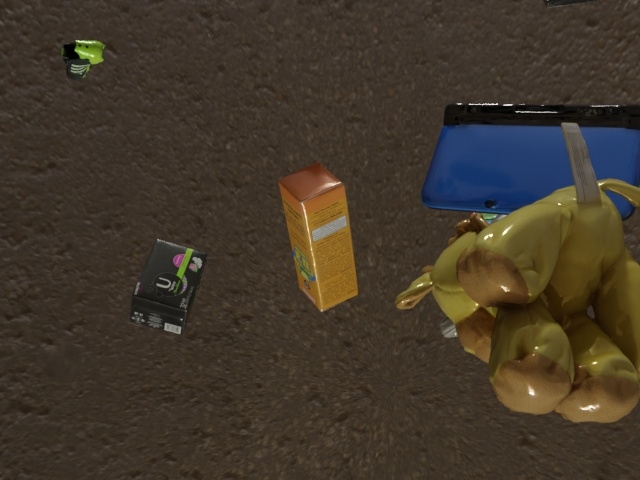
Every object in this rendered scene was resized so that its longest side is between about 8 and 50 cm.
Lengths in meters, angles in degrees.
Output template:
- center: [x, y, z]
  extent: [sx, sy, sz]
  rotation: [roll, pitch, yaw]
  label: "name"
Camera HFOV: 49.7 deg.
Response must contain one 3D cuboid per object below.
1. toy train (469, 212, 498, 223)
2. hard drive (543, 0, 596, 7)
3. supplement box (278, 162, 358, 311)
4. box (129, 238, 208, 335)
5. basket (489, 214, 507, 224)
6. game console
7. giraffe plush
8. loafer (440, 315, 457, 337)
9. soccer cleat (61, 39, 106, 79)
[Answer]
- center: [0.430, 0.048, 1.705]
  extent: [0.105, 0.248, 0.143]
  rotation: [-3, 33, 23]
  label: "toy train"
- center: [0.615, -0.603, 1.688]
  extent: [0.135, 0.022, 0.094]
  rotation: [-5, 38, 10]
  label: "hard drive"
- center: [0.000, 0.000, 1.082]
  extent: [0.080, 0.233, 0.078]
  rotation: [-28, 43, -18]
  label: "supplement box"
- center: [-0.166, 0.051, 0.761]
  extent: [0.062, 0.052, 0.083]
  rotation: [16, 47, -5]
  label: "box"
- center: [0.373, 0.009, 1.180]
  extent: [0.113, 0.103, 0.167]
  rotation: [-44, 79, 4]
  label: "basket"
- center: [0.333, -0.115, 1.048]
  extent: [0.293, 0.250, 0.173]
  rotation: [7, 92, 28]
  label: "game console"
- center: [0.151, 0.037, 0.545]
  extent: [0.182, 0.170, 0.210]
  rotation: [12, 70, -23]
  label: "giraffe plush"
- center: [0.390, 0.116, 1.617]
  extent: [0.319, 0.112, 0.111]
  rotation: [-47, 56, 33]
  label: "loafer"
- center: [-0.502, -0.376, 1.421]
  extent: [0.072, 0.179, 0.060]
  rotation: [5, 83, -36]
  label: "soccer cleat"
